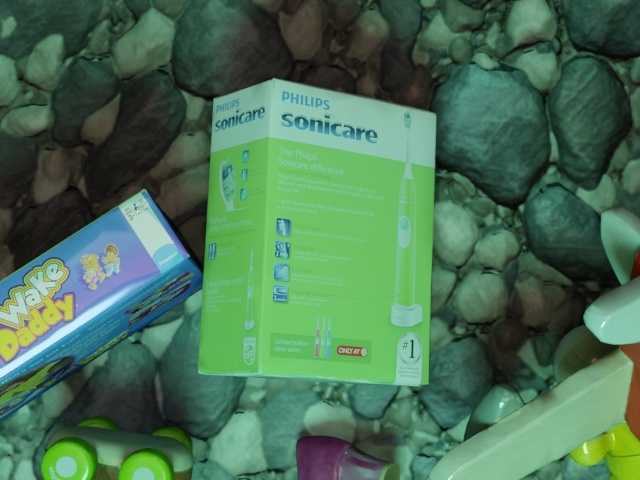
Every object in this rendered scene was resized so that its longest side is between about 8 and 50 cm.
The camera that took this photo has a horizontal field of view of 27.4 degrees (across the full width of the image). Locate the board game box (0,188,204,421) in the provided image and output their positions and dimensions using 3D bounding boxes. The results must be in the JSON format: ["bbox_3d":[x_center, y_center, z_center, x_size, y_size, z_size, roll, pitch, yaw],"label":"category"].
[{"bbox_3d":[-0.281,0.092,1.295,0.347,0.233,0.078,-33,83,-4],"label":"board game box"}]

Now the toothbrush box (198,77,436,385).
[{"bbox_3d":[0.000,0.000,1.315,0.206,0.122,0.283,7,82,-35],"label":"toothbrush box"}]

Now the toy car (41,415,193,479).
[{"bbox_3d":[-0.211,0.286,1.315,0.148,0.155,0.188,8,92,2],"label":"toy car"}]

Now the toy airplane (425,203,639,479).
[{"bbox_3d":[0.311,0.134,1.263,0.386,0.272,0.384,22,96,-29],"label":"toy airplane"}]

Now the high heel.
[{"bbox_3d":[0.004,0.327,1.351,0.117,0.082,0.244,13,97,34],"label":"high heel"}]
